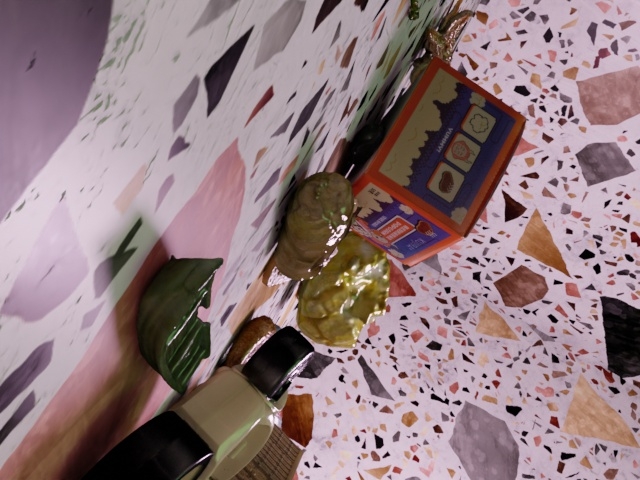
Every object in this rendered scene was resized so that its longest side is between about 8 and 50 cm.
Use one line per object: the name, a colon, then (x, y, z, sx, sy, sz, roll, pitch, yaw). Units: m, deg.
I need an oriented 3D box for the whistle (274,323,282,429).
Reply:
whistle: (-0.156, 0.383, 1.770, 0.189, 0.189, 0.348, 107, 3, -70)

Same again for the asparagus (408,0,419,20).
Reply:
asparagus: (0.147, -0.382, 1.090, 0.022, 0.023, 0.233, -15, 180, 7)

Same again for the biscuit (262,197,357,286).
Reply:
biscuit: (-0.020, -0.001, 1.296, 0.250, 0.035, 0.162, -43, 141, -24)

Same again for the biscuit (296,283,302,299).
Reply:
biscuit: (-0.032, 0.127, 2.208, 0.145, 0.033, 0.224, -61, 176, -13)

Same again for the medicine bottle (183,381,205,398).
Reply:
medicine bottle: (-0.226, 0.298, 1.058, 0.095, 0.064, 0.260, -45, 177, 23)

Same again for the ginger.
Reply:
ginger: (-0.007, -0.024, 1.120, 0.263, 0.109, 0.117, 114, -18, -58)

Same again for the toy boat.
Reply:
toy boat: (-0.139, 0.080, 0.688, 0.093, 0.055, 0.293, -57, 176, -28)

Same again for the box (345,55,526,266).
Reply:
box: (0.227, -0.156, 1.542, 0.319, 0.256, 0.348, -60, -174, -18)

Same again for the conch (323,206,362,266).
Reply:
conch: (-0.004, 0.002, 1.423, 0.233, 0.086, 0.080, -54, 173, -40)

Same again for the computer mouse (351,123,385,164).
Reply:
computer mouse: (0.090, -0.202, 1.422, 0.079, 0.047, 0.135, -59, -176, -18)

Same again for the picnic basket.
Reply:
picnic basket: (-0.209, 0.442, 1.220, 0.313, 0.175, 0.228, -44, 177, 7)

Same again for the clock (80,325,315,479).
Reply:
clock: (-0.169, 0.266, 0.852, 0.379, 0.120, 0.276, -28, 157, -52)

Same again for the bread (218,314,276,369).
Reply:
bread: (-0.159, 0.238, 1.424, 0.193, 0.064, 0.193, -55, 169, -17)

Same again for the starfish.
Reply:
starfish: (0.294, -0.476, 1.671, 0.302, 0.084, 0.293, -57, 177, 9)

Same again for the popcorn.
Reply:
popcorn: (0.047, 0.126, 1.927, 0.293, 0.292, 0.334, 43, 73, -40)
